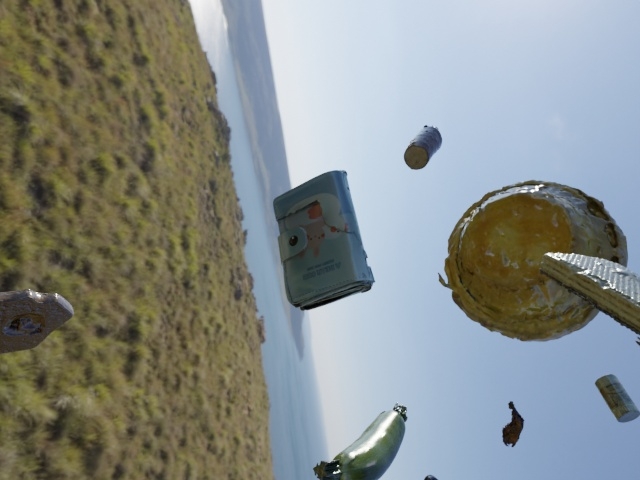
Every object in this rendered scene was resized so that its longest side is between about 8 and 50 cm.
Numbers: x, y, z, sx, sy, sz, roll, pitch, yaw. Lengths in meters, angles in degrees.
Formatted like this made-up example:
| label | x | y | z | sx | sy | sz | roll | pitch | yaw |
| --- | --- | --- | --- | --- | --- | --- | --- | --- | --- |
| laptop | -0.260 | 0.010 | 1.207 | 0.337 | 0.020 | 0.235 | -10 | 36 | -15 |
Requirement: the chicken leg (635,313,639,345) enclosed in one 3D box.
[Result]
| label | x | y | z | sx | sy | sz | roll | pitch | yaw |
| --- | --- | --- | --- | --- | --- | --- | --- | --- | --- |
| chicken leg | 0.294 | 0.130 | 0.344 | 0.208 | 0.085 | 0.101 | 58 | -3 | 1 |

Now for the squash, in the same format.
| label | x | y | z | sx | sy | sz | roll | pitch | yaw |
| --- | --- | --- | --- | --- | --- | --- | --- | --- | --- |
| squash | 0.086 | 0.365 | 0.823 | 0.318 | 0.071 | 0.080 | 0 | 55 | -60 |

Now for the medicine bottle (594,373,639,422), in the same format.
| label | x | y | z | sx | sy | sz | roll | pitch | yaw |
| --- | --- | --- | --- | --- | --- | --- | --- | --- | --- |
| medicine bottle | 0.595 | 0.317 | 0.956 | 0.083 | 0.047 | 0.047 | -100 | -178 | -48 |

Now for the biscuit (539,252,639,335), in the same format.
| label | x | y | z | sx | sy | sz | roll | pitch | yaw |
| --- | --- | --- | --- | --- | --- | --- | --- | --- | --- |
| biscuit | 0.390 | 0.067 | 0.607 | 0.199 | 0.121 | 0.041 | -121 | -139 | -67 |

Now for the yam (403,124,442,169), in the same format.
| label | x | y | z | sx | sy | sz | roll | pitch | yaw |
| --- | --- | --- | --- | --- | --- | --- | --- | --- | --- |
| yam | 0.287 | -0.259 | 1.327 | 0.127 | 0.084 | 0.084 | -51 | 145 | -44 |

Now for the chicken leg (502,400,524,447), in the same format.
| label | x | y | z | sx | sy | sz | roll | pitch | yaw |
| --- | --- | --- | --- | --- | --- | --- | --- | --- | --- |
| chicken leg | 0.368 | 0.351 | 0.905 | 0.021 | 0.036 | 0.083 | 29 | 74 | -47 |

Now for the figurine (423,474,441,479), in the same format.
| label | x | y | z | sx | sy | sz | roll | pitch | yaw |
| --- | --- | --- | --- | --- | --- | --- | --- | --- | --- |
| figurine | 0.195 | 0.384 | 0.673 | 0.087 | 0.086 | 0.149 | 47 | -23 | -3 |

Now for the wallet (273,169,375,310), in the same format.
| label | x | y | z | sx | sy | sz | roll | pitch | yaw |
| --- | --- | --- | --- | --- | --- | --- | --- | --- | --- |
| wallet | 0.000 | 0.000 | 0.944 | 0.075 | 0.176 | 0.251 | 32 | 40 | -56 |

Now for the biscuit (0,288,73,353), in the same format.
| label | x | y | z | sx | sy | sz | roll | pitch | yaw |
| --- | --- | --- | --- | --- | --- | --- | --- | --- | --- |
| biscuit | -0.600 | 0.150 | 0.904 | 0.034 | 0.182 | 0.215 | 56 | 9 | 26 |

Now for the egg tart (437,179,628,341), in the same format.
| label | x | y | z | sx | sy | sz | roll | pitch | yaw |
| --- | --- | --- | --- | --- | --- | --- | --- | --- | --- |
| egg tart | 0.439 | 0.025 | 1.036 | 0.169 | 0.387 | 0.388 | 33 | 38 | -48 |
